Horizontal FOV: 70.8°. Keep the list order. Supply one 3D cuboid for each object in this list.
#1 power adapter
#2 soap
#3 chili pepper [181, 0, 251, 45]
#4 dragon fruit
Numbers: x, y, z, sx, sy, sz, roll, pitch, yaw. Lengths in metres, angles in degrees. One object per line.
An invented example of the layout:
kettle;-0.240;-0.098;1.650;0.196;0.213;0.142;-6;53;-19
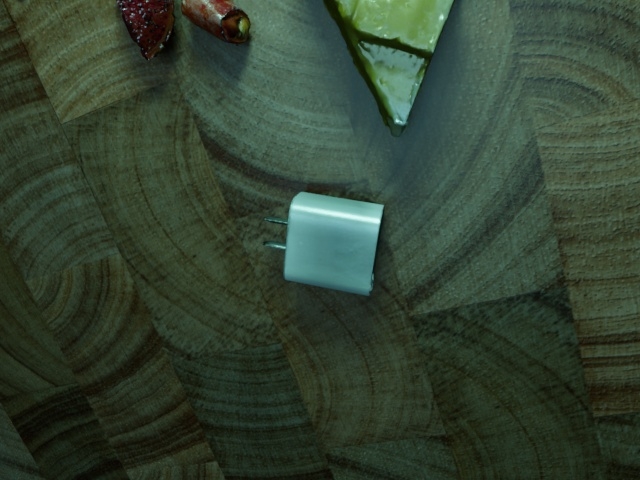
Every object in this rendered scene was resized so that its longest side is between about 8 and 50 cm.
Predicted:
power adapter;0.000;0.000;0.961;0.255;0.124;0.187;10;109;10
soap;0.046;-0.387;0.794;0.338;0.169;0.305;22;102;5
chili pepper;-0.227;-0.457;0.875;0.192;0.086;0.084;37;86;10
dragon fruit;-0.341;-0.461;0.904;0.127;0.121;0.161;-22;121;-4
